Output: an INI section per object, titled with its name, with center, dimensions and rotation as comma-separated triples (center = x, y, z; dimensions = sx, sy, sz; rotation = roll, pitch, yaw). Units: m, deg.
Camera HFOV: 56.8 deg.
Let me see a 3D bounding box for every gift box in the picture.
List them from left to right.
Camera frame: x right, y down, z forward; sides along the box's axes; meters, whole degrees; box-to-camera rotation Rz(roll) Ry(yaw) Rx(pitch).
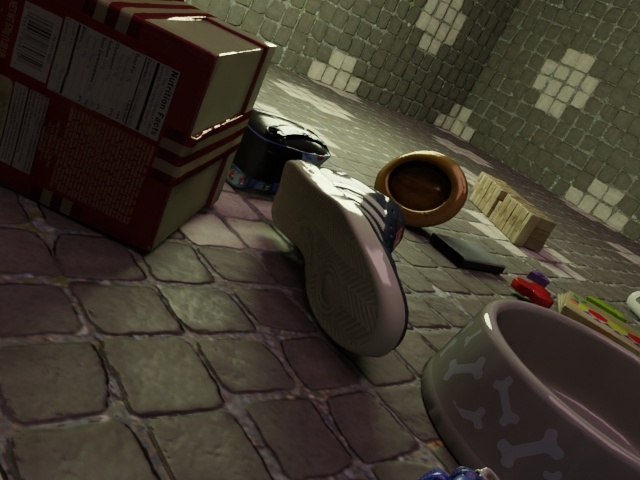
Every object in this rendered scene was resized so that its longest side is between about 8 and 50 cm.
[gift box]
center = -0.222, -0.180, 0.680
dimensions = 0.276, 0.255, 0.258
rotation = 30, 21, -1

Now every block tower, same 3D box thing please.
[block tower]
center = 0.517, -0.082, 1.620
dimensions = 0.097, 0.091, 0.335
rotation = 21, 21, -15

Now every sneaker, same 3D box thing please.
[sneaker]
center = 0.054, 0.005, 0.715
dimensions = 0.148, 0.131, 0.350
rotation = 10, 29, -24

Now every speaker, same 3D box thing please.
[speaker]
center = 0.750, 0.166, 1.341
dimensions = 0.055, 0.055, 0.136
rotation = 24, 20, -6

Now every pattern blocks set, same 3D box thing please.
[pattern blocks set]
center = 0.529, 0.158, 1.115
dimensions = 0.324, 0.026, 0.285
rotation = 37, 22, 26

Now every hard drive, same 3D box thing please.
[hard drive]
center = 0.285, 0.026, 1.148
dimensions = 0.135, 0.022, 0.094
rotation = 10, 26, -39

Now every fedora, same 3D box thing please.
[fedora]
center = 0.207, -0.094, 1.217
dimensions = 0.194, 0.194, 0.079
rotation = 38, -15, 29

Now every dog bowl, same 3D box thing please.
[dog bowl]
center = 0.282, 0.188, 0.614
dimensions = 0.348, 0.102, 0.349
rotation = 23, 20, -9

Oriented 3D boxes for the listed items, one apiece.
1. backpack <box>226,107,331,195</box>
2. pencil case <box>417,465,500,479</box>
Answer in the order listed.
[backpack]
center = -0.078, -0.148, 0.981
dimensions = 0.173, 0.117, 0.158
rotation = 4, 29, -47
[pencil case]
center = 0.138, 0.233, 0.271
dimensions = 0.306, 0.133, 0.119
rotation = 34, -4, 17
